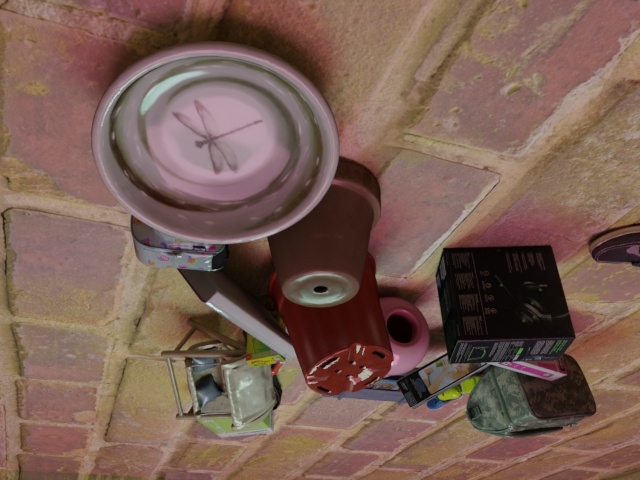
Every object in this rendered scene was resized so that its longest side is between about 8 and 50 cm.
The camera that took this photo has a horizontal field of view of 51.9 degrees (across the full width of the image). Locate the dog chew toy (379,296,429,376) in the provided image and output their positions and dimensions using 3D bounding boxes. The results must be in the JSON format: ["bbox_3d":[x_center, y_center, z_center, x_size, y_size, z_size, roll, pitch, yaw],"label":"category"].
[{"bbox_3d":[0.159,0.281,1.792,0.207,0.206,0.332,8,154,-15],"label":"dog chew toy"}]

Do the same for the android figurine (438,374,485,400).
[{"bbox_3d":[0.512,0.475,2.161,0.249,0.056,0.273,-5,166,-27],"label":"android figurine"}]

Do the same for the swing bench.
[{"bbox_3d":[-0.268,0.375,1.803,0.255,0.165,0.253,8,124,18],"label":"swing bench"}]

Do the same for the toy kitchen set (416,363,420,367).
[{"bbox_3d":[0.207,0.343,1.947,0.166,0.122,0.207,-5,147,5],"label":"toy kitchen set"}]

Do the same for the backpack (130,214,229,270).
[{"bbox_3d":[-0.279,-0.030,1.296,0.189,0.165,0.144,-2,150,-2],"label":"backpack"}]

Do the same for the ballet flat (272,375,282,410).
[{"bbox_3d":[-0.181,0.493,2.184,0.095,0.096,0.280,-9,146,11],"label":"ballet flat"}]

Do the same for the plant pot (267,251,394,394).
[{"bbox_3d":[0.036,0.192,1.517,0.273,0.265,0.272,-10,139,-9],"label":"plant pot"}]

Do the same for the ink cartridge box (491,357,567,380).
[{"bbox_3d":[0.508,0.258,1.780,0.371,0.175,0.069,18,142,-28],"label":"ink cartridge box"}]

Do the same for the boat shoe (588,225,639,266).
[{"bbox_3d":[0.770,0.024,1.506,0.286,0.092,0.102,-4,147,4],"label":"boat shoe"}]

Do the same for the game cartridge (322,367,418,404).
[{"bbox_3d":[0.206,0.490,2.239,0.355,0.068,0.230,8,150,-16],"label":"game cartridge"}]

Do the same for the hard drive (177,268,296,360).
[{"bbox_3d":[-0.203,0.136,1.525,0.047,0.233,0.353,-45,140,-2],"label":"hard drive"}]

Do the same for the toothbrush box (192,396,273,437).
[{"bbox_3d":[-0.300,0.589,2.304,0.206,0.122,0.283,-9,146,11],"label":"toothbrush box"}]

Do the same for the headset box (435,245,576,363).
[{"bbox_3d":[0.433,0.148,1.544,0.283,0.246,0.131,-2,147,-1],"label":"headset box"}]

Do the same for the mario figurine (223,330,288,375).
[{"bbox_3d":[-0.209,0.349,1.975,0.198,0.170,0.320,36,132,7],"label":"mario figurine"}]

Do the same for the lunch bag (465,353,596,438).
[{"bbox_3d":[0.611,0.470,1.944,0.305,0.212,0.256,4,148,-32],"label":"lunch bag"}]

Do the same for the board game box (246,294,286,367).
[{"bbox_3d":[-0.138,0.228,1.692,0.092,0.181,0.043,-14,143,18],"label":"board game box"}]

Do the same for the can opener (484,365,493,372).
[{"bbox_3d":[0.564,0.377,2.089,0.284,0.075,0.095,-1,179,-2],"label":"can opener"}]

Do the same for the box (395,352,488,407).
[{"bbox_3d":[0.372,0.384,1.925,0.290,0.087,0.169,-30,161,4],"label":"box"}]

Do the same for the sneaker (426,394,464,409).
[{"bbox_3d":[0.431,0.561,2.355,0.152,0.058,0.085,-28,145,28],"label":"sneaker"}]

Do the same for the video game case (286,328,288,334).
[{"bbox_3d":[-0.012,0.213,1.791,0.202,0.023,0.183,4,149,-30],"label":"video game case"}]

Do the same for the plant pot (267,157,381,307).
[{"bbox_3d":[0.000,0.000,1.305,0.263,0.229,0.263,-2,147,-1],"label":"plant pot"}]

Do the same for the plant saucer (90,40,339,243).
[{"bbox_3d":[-0.171,-0.167,1.110,0.401,0.100,0.400,-3,134,-3],"label":"plant saucer"}]
